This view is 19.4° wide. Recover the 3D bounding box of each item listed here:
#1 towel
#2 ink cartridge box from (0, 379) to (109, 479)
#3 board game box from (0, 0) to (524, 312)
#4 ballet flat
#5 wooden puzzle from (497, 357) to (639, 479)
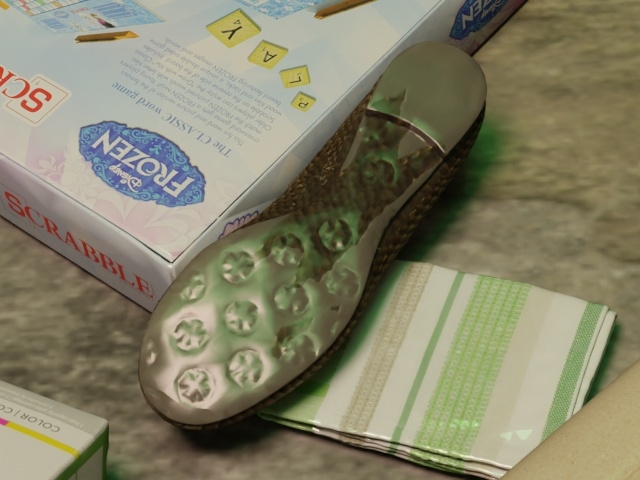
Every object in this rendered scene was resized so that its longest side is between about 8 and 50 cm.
[{"bbox_3d":[0.058,0.062,0.914,0.152,0.023,0.113,12,52,19],"label":"towel"},{"bbox_3d":[-0.190,0.136,0.810,0.109,0.062,0.209,17,33,19],"label":"ink cartridge box"},{"bbox_3d":[-0.090,-0.139,1.063,0.318,0.066,0.318,31,61,28],"label":"board game box"},{"bbox_3d":[0.000,0.000,0.933,0.084,0.058,0.250,35,66,8],"label":"ballet flat"},{"bbox_3d":[0.204,0.185,0.741,0.322,0.080,0.348,-37,61,-20],"label":"wooden puzzle"}]
